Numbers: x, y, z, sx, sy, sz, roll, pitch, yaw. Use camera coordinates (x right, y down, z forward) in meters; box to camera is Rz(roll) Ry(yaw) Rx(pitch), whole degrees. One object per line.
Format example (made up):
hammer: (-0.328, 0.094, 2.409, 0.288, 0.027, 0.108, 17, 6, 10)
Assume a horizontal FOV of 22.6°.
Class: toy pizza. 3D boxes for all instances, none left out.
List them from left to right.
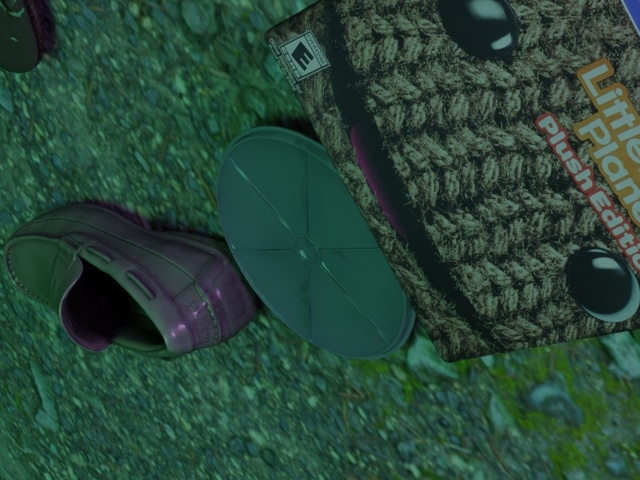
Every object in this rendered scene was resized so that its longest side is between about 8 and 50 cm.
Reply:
toy pizza: (0.000, 0.000, 1.209, 0.201, 0.032, 0.201, 30, 140, 30)

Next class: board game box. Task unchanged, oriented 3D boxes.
board game box: (0.145, -0.079, 0.868, 0.291, 0.141, 0.232, -19, 104, 55)

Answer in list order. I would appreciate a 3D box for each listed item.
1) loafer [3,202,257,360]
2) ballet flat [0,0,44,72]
loafer: (-0.191, 0.039, 1.401, 0.319, 0.111, 0.112, 6, 123, 48)
ballet flat: (-0.296, -0.257, 1.338, 0.084, 0.058, 0.250, -15, 114, 32)
